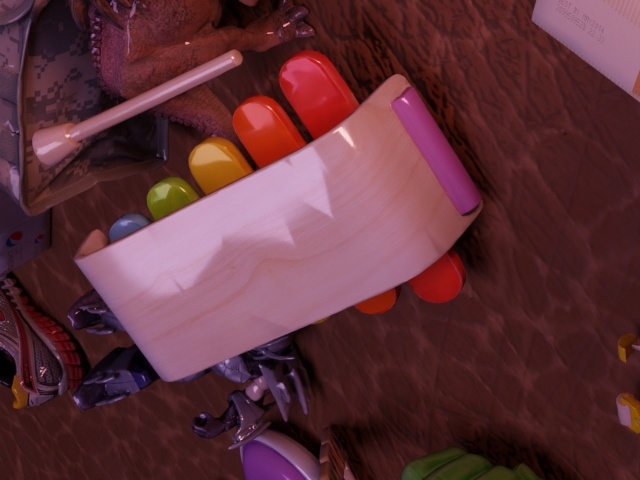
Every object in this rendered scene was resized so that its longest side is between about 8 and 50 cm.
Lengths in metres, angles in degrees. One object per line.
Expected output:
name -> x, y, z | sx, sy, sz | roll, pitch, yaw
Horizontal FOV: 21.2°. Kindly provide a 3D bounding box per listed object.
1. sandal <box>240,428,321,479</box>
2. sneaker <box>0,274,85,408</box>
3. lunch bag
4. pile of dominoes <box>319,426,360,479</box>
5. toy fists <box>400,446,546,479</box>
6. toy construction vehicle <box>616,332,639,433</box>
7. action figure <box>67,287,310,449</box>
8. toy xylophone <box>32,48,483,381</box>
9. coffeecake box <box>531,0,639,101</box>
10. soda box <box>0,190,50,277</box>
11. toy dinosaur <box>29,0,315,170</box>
sandal -> 0.009, 0.366, 1.565 | 0.169, 0.102, 0.416 | 4, 121, 52
sneaker -> -0.351, 0.091, 1.820 | 0.225, 0.093, 0.088 | 38, 143, 28
lunch bag -> -0.238, -0.204, 1.347 | 0.235, 0.169, 0.287 | 36, 135, 35
pile of dominoes -> 0.062, 0.253, 1.368 | 0.196, 0.040, 0.251 | 61, -175, -6
toy fists -> 0.173, 0.250, 1.252 | 0.279, 0.096, 0.142 | 35, 158, 31
toy construction vehicle -> 0.236, 0.109, 1.108 | 0.098, 0.035, 0.086 | 29, 149, 41
action figure -> -0.115, 0.091, 1.501 | 0.285, 0.099, 0.185 | -6, 104, 51
toy xylophone -> -0.056, -0.022, 1.205 | 0.323, 0.081, 0.236 | -16, 112, 30
coffeecake box -> 0.214, -0.121, 0.785 | 0.142, 0.185, 0.068 | 42, 145, 23
soda box -> -0.367, -0.060, 1.726 | 0.216, 0.074, 0.069 | 41, 145, 23
toy dinosaur -> -0.120, -0.163, 1.185 | 0.127, 0.200, 0.295 | 32, 141, 34
